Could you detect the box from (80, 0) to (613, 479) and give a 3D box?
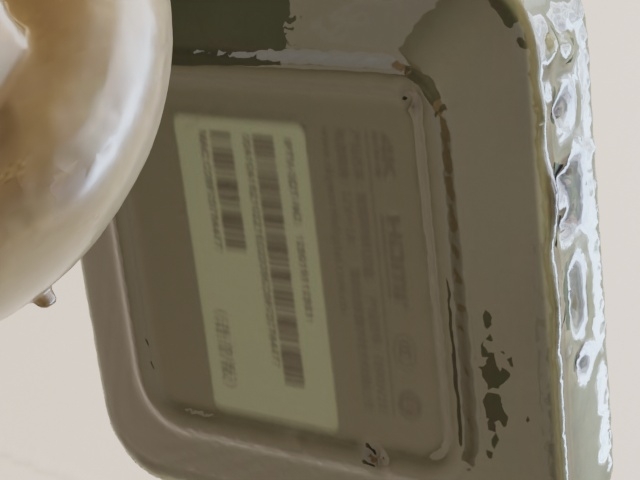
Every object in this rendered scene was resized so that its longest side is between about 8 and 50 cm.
[{"bbox_3d":[-0.001,0.000,1.093,0.396,0.396,0.111,7,-156,35],"label":"box"}]

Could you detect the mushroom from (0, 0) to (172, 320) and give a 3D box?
[{"bbox_3d":[-0.172,-0.090,0.505,0.292,0.290,0.293,0,-89,-22],"label":"mushroom"}]
